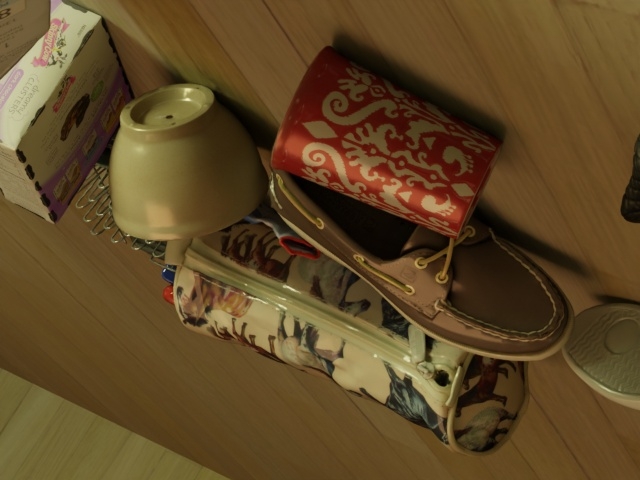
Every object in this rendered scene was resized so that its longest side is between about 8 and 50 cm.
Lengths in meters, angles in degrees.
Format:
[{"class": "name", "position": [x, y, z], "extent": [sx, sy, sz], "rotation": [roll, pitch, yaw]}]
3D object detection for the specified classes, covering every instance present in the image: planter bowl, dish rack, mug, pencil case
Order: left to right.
[{"class": "dish rack", "position": [-0.219, -0.047, 2.078], "extent": [0.208, 0.074, 0.271], "rotation": [19, 146, 41]}, {"class": "planter bowl", "position": [-0.140, -0.087, 1.777], "extent": [0.162, 0.162, 0.109], "rotation": [18, 133, 40]}, {"class": "pencil case", "position": [0.026, 0.087, 1.930], "extent": [0.410, 0.160, 0.183], "rotation": [23, 170, 29]}, {"class": "mug", "position": [0.065, -0.087, 1.513], "extent": [0.169, 0.150, 0.113], "rotation": [25, 127, 8]}]

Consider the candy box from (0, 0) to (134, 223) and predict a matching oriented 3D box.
[{"class": "candy box", "position": [-0.275, -0.133, 1.831], "extent": [0.070, 0.165, 0.196], "rotation": [26, 162, 14]}]

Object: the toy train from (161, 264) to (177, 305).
[{"class": "toy train", "position": [-0.073, 0.087, 2.240], "extent": [0.248, 0.105, 0.143], "rotation": [30, 174, 7]}]

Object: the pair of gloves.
[{"class": "pair of gloves", "position": [0.000, 0.000, 1.818], "extent": [0.198, 0.023, 0.159], "rotation": [18, -168, -29]}]

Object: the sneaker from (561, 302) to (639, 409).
[{"class": "sneaker", "position": [0.347, 0.146, 1.646], "extent": [0.256, 0.094, 0.151], "rotation": [20, 163, 38]}]

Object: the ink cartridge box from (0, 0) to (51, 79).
[{"class": "ink cartridge box", "position": [-0.325, -0.268, 1.453], "extent": [0.308, 0.091, 0.385], "rotation": [59, 167, 7]}]

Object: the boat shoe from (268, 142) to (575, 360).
[{"class": "boat shoe", "position": [0.089, 0.002, 1.663], "extent": [0.324, 0.116, 0.097], "rotation": [33, 168, 17]}]

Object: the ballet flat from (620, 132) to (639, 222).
[{"class": "ballet flat", "position": [0.259, -0.048, 1.351], "extent": [0.057, 0.049, 0.173], "rotation": [-5, 163, 1]}]
